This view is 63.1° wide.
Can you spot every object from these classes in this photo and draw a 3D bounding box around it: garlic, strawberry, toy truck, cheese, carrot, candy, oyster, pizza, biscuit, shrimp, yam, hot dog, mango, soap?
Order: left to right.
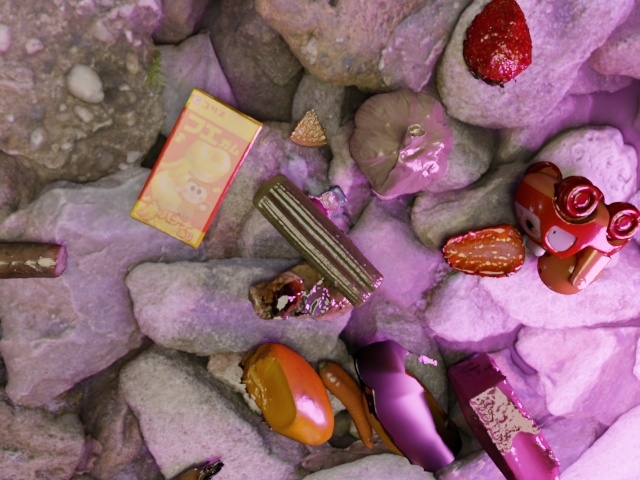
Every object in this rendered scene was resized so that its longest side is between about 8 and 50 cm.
[{"bbox_3d":[-0.687,0.035,0.986,0.372,0.083,0.083,-1,104,-9],"label":"yam"},{"bbox_3d":[-0.289,0.598,1.203,0.219,0.046,0.152,-37,106,6],"label":"shrimp"},{"bbox_3d":[-0.237,-0.138,1.006,0.146,0.088,0.276,26,99,-13],"label":"candy"},{"bbox_3d":[-0.062,0.329,1.111,0.126,0.154,0.252,-40,93,21],"label":"mango"},{"bbox_3d":[-0.034,0.115,1.100,0.233,0.107,0.161,-4,96,-10],"label":"oyster"},{"bbox_3d":[-0.020,-0.226,1.050,0.083,0.025,0.078,7,108,-18],"label":"pizza"},{"bbox_3d":[-0.010,-0.060,1.088,0.145,0.038,0.095,-35,108,-5],"label":"cheese"},{"bbox_3d":[0.000,0.000,1.052,0.099,0.038,0.322,-46,103,-9],"label":"biscuit"},{"bbox_3d":[0.075,0.377,1.203,0.066,0.062,0.271,-47,114,-30],"label":"carrot"},{"bbox_3d":[0.181,0.363,1.191,0.194,0.107,0.326,-23,93,-27],"label":"hot dog"},{"bbox_3d":[0.162,-0.184,0.995,0.219,0.212,0.218,-1,100,-4],"label":"garlic"},{"bbox_3d":[0.356,0.022,1.152,0.188,0.082,0.121,3,86,0],"label":"strawberry"},{"bbox_3d":[0.370,-0.403,1.048,0.147,0.082,0.187,1,99,-16],"label":"strawberry"},{"bbox_3d":[0.429,0.433,1.194,0.127,0.220,0.324,-33,107,9],"label":"soap"},{"bbox_3d":[0.514,-0.016,1.110,0.265,0.189,0.239,26,107,-14],"label":"toy truck"}]

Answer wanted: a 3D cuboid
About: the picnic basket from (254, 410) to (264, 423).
[{"bbox_3d":[-0.108,0.389,1.175,0.083,0.083,0.065,42,104,22],"label":"picnic basket"}]
